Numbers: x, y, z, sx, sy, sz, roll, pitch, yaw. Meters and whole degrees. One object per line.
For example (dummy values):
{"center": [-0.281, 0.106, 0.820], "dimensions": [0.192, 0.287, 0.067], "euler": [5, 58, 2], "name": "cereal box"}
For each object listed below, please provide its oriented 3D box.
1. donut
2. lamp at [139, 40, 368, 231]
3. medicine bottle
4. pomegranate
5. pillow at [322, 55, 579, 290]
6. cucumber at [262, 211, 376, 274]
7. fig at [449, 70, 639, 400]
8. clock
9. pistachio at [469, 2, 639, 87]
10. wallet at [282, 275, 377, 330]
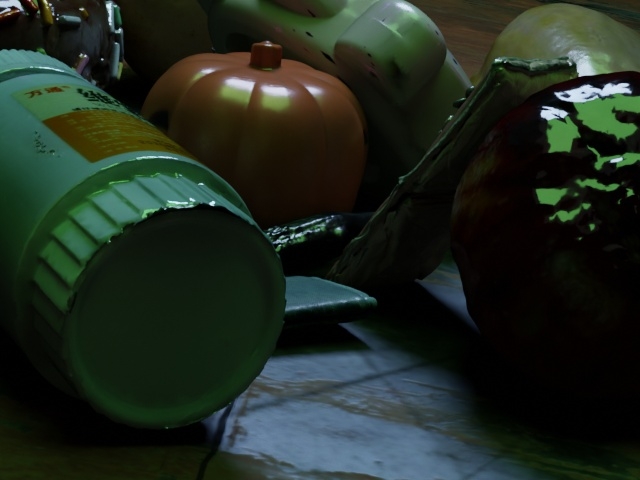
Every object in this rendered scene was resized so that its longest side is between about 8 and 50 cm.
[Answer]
{"center": [-0.321, -0.205, 1.723], "dimensions": [0.259, 0.136, 0.345], "euler": [8, 18, 2], "name": "donut"}
{"center": [-0.053, -0.078, 1.403], "dimensions": [0.188, 0.164, 0.187], "euler": [8, 19, -3], "name": "lamp"}
{"center": [-0.149, -0.008, 1.114], "dimensions": [0.158, 0.158, 0.318], "euler": [1, 19, -29], "name": "medicine bottle"}
{"center": [-0.087, -0.269, 1.864], "dimensions": [0.270, 0.229, 0.252], "euler": [3, 43, 18], "name": "pomegranate"}
{"center": [0.097, -0.043, 1.308], "dimensions": [0.126, 0.232, 0.043], "euler": [-3, 49, -51], "name": "pillow"}
{"center": [0.000, 0.000, 1.332], "dimensions": [0.163, 0.043, 0.039], "euler": [-19, 18, -34], "name": "cucumber"}
{"center": [0.198, -0.001, 1.219], "dimensions": [0.224, 0.224, 0.263], "euler": [17, 11, 20], "name": "fig"}
{"center": [0.027, -0.148, 1.570], "dimensions": [0.114, 0.284, 0.309], "euler": [-44, 42, -13], "name": "clock"}
{"center": [0.290, -0.169, 1.938], "dimensions": [0.213, 0.163, 0.260], "euler": [-30, 31, -12], "name": "pistachio"}
{"center": [-0.036, 0.046, 1.238], "dimensions": [0.129, 0.026, 0.088], "euler": [-4, 16, -36], "name": "wallet"}
